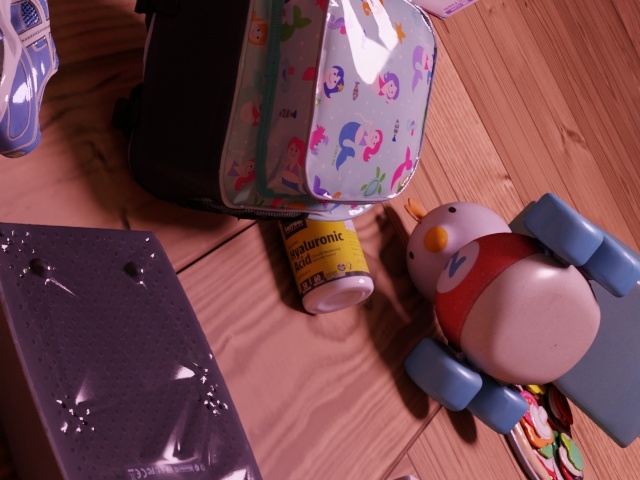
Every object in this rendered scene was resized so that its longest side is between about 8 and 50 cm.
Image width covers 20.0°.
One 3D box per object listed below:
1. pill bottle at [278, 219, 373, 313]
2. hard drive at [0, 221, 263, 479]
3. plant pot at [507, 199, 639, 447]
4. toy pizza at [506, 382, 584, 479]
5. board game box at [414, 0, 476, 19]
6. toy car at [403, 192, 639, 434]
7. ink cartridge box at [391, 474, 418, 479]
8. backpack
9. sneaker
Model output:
[{"bbox_3d":[0.000,0.000,1.585,0.065,0.065,0.116,21,47,-61],"label":"pill bottle"},{"bbox_3d":[-0.125,0.110,1.126,0.172,0.054,0.255,3,57,-52],"label":"hard drive"},{"bbox_3d":[0.293,0.074,2.011,0.234,0.166,0.165,39,12,-27],"label":"plant pot"},{"bbox_3d":[0.242,0.191,1.982,0.201,0.032,0.201,50,25,-34],"label":"toy pizza"},{"bbox_3d":[0.181,-0.374,2.184,0.316,0.242,0.064,9,56,-65],"label":"board game box"},{"bbox_3d":[0.149,0.027,1.796,0.238,0.219,0.210,43,8,34],"label":"toy car"},{"bbox_3d":[0.123,0.323,1.530,0.232,0.066,0.189,34,36,-46],"label":"ink cartridge box"},{"bbox_3d":[-0.016,-0.122,1.455,0.253,0.191,0.225,10,89,-63],"label":"backpack"},{"bbox_3d":[-0.222,-0.148,1.231,0.081,0.080,0.211,48,35,-50],"label":"sneaker"}]
